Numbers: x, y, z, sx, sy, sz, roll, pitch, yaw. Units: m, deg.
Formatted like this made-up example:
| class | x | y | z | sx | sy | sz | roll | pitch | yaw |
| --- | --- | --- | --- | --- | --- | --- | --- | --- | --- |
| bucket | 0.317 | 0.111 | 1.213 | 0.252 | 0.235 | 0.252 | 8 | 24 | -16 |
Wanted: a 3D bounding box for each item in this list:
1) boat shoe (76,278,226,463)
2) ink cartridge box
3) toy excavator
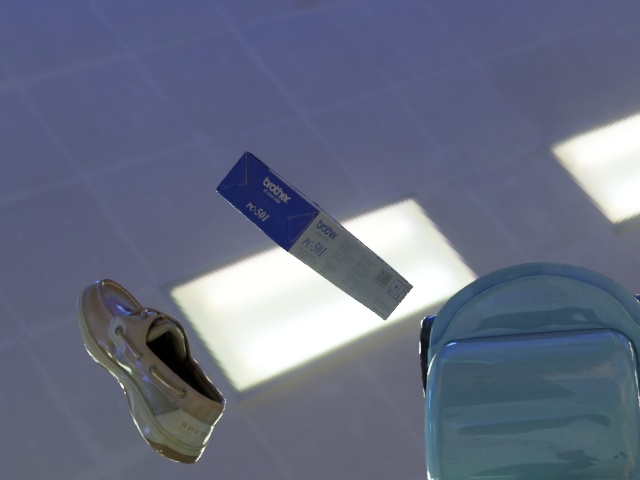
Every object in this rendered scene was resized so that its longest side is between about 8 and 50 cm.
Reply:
| class | x | y | z | sx | sy | sz | roll | pitch | yaw |
| --- | --- | --- | --- | --- | --- | --- | --- | --- | --- |
| boat shoe | -0.199 | 0.132 | 1.583 | 0.109 | 0.098 | 0.302 | 20 | -158 | -41 |
| ink cartridge box | 0.000 | 0.000 | 1.159 | 0.097 | 0.046 | 0.207 | 40 | -178 | 31 |
| toy excavator | 0.157 | 0.209 | 0.962 | 0.222 | 0.445 | 0.433 | -6 | -105 | 15 |
